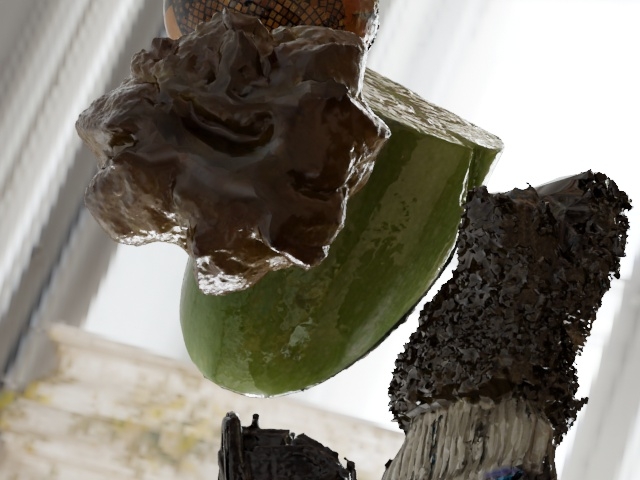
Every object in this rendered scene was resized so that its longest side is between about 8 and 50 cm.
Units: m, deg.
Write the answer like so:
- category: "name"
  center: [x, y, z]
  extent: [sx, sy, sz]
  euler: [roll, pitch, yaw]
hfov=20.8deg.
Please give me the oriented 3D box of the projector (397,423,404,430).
- category: "projector"
  center: [0.122, 0.133, 1.586]
  extent: [0.083, 0.083, 0.082]
  euler: [-50, -27, -71]

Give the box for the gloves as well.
- category: "gloves"
  center: [0.134, 0.074, 1.280]
  extent: [0.210, 0.135, 0.312]
  euler: [115, 175, -56]

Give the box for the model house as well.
- category: "model house"
  center: [-0.043, 0.316, 2.118]
  extent: [0.141, 0.164, 0.203]
  euler: [-99, 12, -48]

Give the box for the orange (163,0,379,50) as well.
- category: "orange"
  center: [-0.050, -0.243, 1.833]
  extent: [0.234, 0.234, 0.182]
  euler: [-27, -64, -50]

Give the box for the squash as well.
- category: "squash"
  center: [0.000, 0.000, 1.674]
  extent: [0.210, 0.234, 0.309]
  euler: [-10, -54, -63]

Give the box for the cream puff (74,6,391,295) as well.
- category: "cream puff"
  center: [-0.064, -0.082, 1.462]
  extent: [0.269, 0.241, 0.155]
  euler: [-47, -10, -6]
